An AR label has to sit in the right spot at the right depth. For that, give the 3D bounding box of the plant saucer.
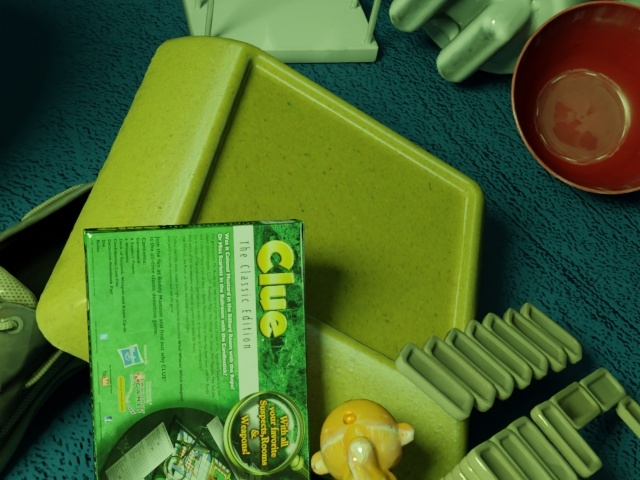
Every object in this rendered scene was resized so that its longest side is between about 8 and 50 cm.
[{"bbox_3d":[0.000,0.000,0.809,0.332,0.081,0.333,29,43,-15],"label":"plant saucer"}]

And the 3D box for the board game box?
[{"bbox_3d":[-0.073,0.119,0.671,0.136,0.260,0.030,-2,5,-13],"label":"board game box"}]

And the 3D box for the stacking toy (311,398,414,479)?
[{"bbox_3d":[0.046,0.221,0.598,0.175,0.166,0.302,-22,51,9],"label":"stacking toy"}]

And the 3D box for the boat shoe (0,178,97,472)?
[{"bbox_3d":[-0.237,0.062,0.744,0.132,0.130,0.355,28,46,15],"label":"boat shoe"}]

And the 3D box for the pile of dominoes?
[{"bbox_3d":[0.159,0.139,0.755,0.196,0.040,0.251,50,29,18],"label":"pile of dominoes"}]

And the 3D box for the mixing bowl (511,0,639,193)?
[{"bbox_3d":[0.263,-0.129,1.041,0.181,0.098,0.182,0,85,-2],"label":"mixing bowl"}]

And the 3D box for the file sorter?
[{"bbox_3d":[-0.050,-0.341,1.152,0.192,0.173,0.278,-3,47,-16],"label":"file sorter"}]

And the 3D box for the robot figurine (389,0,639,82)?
[{"bbox_3d":[0.222,-0.315,1.146,0.300,0.199,0.353,49,59,-6],"label":"robot figurine"}]
